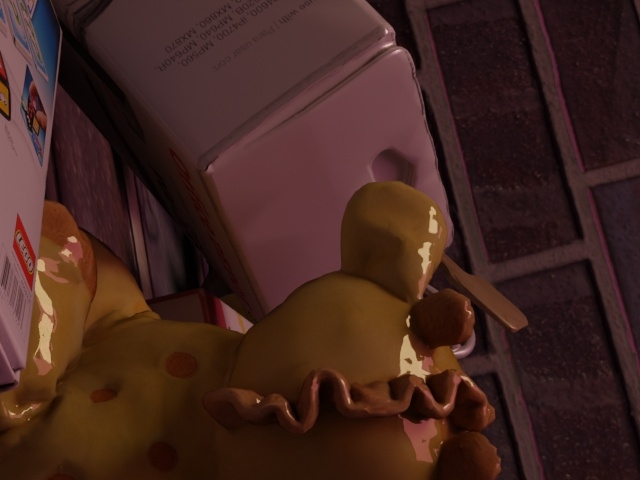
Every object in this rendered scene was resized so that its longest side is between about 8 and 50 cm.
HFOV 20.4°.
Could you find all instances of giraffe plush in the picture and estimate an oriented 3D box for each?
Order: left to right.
[{"bbox_3d":[-0.029,0.060,0.579,0.210,0.170,0.181,-80,156,-79],"label":"giraffe plush"}]

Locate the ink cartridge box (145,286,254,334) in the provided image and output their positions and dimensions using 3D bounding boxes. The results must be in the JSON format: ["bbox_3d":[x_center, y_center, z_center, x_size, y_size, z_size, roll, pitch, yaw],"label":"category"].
[{"bbox_3d":[-0.054,0.094,0.820,0.198,0.067,0.115,54,23,-80],"label":"ink cartridge box"}]

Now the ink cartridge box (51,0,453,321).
[{"bbox_3d":[-0.051,-0.078,0.727,0.218,0.092,0.158,47,-12,30],"label":"ink cartridge box"}]

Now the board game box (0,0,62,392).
[{"bbox_3d":[-0.144,-0.128,0.476,0.193,0.053,0.305,-96,171,-54],"label":"board game box"}]

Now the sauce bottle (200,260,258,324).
[{"bbox_3d":[-0.012,0.070,1.035,0.344,0.111,0.111,-114,-174,-56],"label":"sauce bottle"}]

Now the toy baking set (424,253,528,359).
[{"bbox_3d":[-0.004,-0.004,1.023,0.256,0.030,0.197,16,28,-39],"label":"toy baking set"}]
